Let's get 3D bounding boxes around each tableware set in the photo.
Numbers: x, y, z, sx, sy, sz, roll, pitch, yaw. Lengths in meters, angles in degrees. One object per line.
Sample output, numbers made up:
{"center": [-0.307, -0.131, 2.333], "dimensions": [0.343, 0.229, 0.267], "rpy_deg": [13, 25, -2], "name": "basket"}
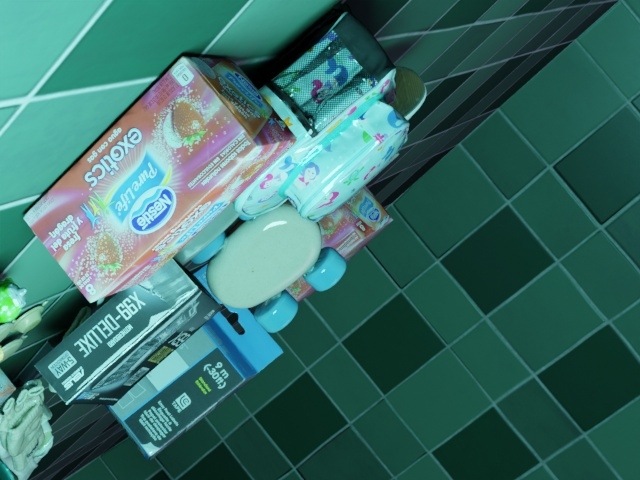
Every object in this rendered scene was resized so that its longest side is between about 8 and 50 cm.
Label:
{"center": [-0.444, 0.141, 1.527], "dimensions": [0.141, 0.020, 0.169], "rpy_deg": [-43, 173, 23], "name": "tableware set"}

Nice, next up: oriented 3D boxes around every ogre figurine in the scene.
{"center": [-0.394, 0.099, 1.207], "dimensions": [0.197, 0.096, 0.118], "rpy_deg": [-16, 180, -35], "name": "ogre figurine"}

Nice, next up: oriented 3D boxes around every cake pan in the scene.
{"center": [-0.215, -0.012, 1.607], "dimensions": [0.293, 0.054, 0.293], "rpy_deg": [-38, 174, -5], "name": "cake pan"}

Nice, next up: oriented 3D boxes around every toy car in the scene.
{"center": [-0.103, -0.010, 1.889], "dimensions": [0.210, 0.219, 0.238], "rpy_deg": [-41, -157, 11], "name": "toy car"}

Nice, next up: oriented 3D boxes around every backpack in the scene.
{"center": [-0.020, -0.130, 1.354], "dimensions": [0.253, 0.191, 0.225], "rpy_deg": [-34, 175, 0], "name": "backpack"}

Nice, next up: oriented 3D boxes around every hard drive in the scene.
{"center": [-0.445, 0.189, 1.858], "dimensions": [0.135, 0.022, 0.094], "rpy_deg": [-43, 173, 36], "name": "hard drive"}

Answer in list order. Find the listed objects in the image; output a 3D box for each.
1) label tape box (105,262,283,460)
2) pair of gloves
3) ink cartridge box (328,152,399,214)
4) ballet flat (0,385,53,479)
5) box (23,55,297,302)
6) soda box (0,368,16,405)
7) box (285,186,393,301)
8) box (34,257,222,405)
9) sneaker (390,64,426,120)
{"center": [-0.264, 0.212, 2.100], "dimensions": [0.334, 0.240, 0.106], "rpy_deg": [-38, 172, -18], "name": "label tape box"}
{"center": [-0.424, 0.227, 1.737], "dimensions": [0.240, 0.042, 0.204], "rpy_deg": [-60, 174, -27], "name": "pair of gloves"}
{"center": [0.059, -0.134, 2.304], "dimensions": [0.198, 0.067, 0.115], "rpy_deg": [-43, 173, 18], "name": "ink cartridge box"}
{"center": [-0.528, 0.342, 1.955], "dimensions": [0.139, 0.139, 0.400], "rpy_deg": [-37, 170, -22], "name": "ballet flat"}
{"center": [-0.166, -0.065, 1.173], "dimensions": [0.257, 0.122, 0.128], "rpy_deg": [-41, 175, 18], "name": "box"}
{"center": [-0.524, 0.250, 1.638], "dimensions": [0.183, 0.063, 0.058], "rpy_deg": [-44, 173, 32], "name": "soda box"}
{"center": [0.000, 0.000, 2.534], "dimensions": [0.300, 0.154, 0.142], "rpy_deg": [-43, 173, 39], "name": "box"}
{"center": [-0.276, 0.140, 1.679], "dimensions": [0.242, 0.076, 0.307], "rpy_deg": [-41, 173, -5], "name": "box"}
{"center": [0.018, -0.172, 1.664], "dimensions": [0.290, 0.105, 0.123], "rpy_deg": [-26, 174, -14], "name": "sneaker"}
